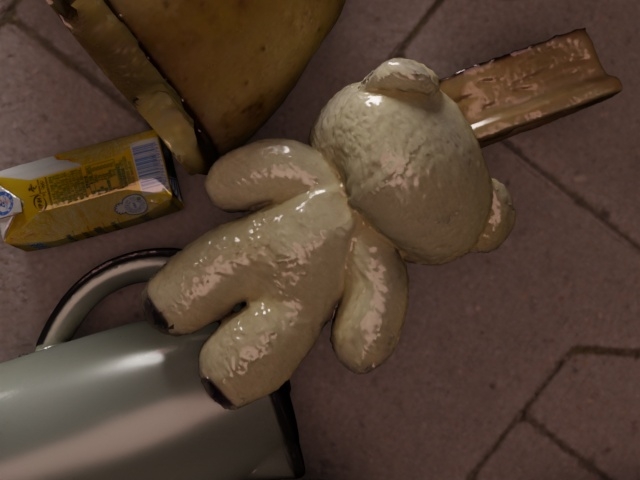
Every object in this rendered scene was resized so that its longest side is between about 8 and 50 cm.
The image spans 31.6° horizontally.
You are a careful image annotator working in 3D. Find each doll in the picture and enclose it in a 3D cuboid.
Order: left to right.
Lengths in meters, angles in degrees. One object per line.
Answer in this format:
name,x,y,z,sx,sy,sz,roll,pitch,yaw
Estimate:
doll,-0.003,-0.004,0.857,0.278,0.149,0.175,-38,116,-3

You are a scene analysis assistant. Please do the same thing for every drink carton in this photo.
drink carton,-0.220,-0.034,0.948,0.200,0.084,0.074,-16,84,1

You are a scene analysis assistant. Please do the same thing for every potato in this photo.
potato,-0.098,-0.215,0.876,0.242,0.242,0.285,-39,101,2

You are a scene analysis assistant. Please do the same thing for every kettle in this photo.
kettle,-0.146,0.119,0.930,0.237,0.161,0.221,-18,74,-1

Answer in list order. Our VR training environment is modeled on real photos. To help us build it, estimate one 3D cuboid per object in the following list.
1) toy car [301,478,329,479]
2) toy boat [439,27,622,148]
toy car,-0.027,0.380,0.881,0.242,0.226,0.336,-16,115,-1
toy boat,0.141,-0.112,0.935,0.188,0.116,0.061,-21,90,-2
